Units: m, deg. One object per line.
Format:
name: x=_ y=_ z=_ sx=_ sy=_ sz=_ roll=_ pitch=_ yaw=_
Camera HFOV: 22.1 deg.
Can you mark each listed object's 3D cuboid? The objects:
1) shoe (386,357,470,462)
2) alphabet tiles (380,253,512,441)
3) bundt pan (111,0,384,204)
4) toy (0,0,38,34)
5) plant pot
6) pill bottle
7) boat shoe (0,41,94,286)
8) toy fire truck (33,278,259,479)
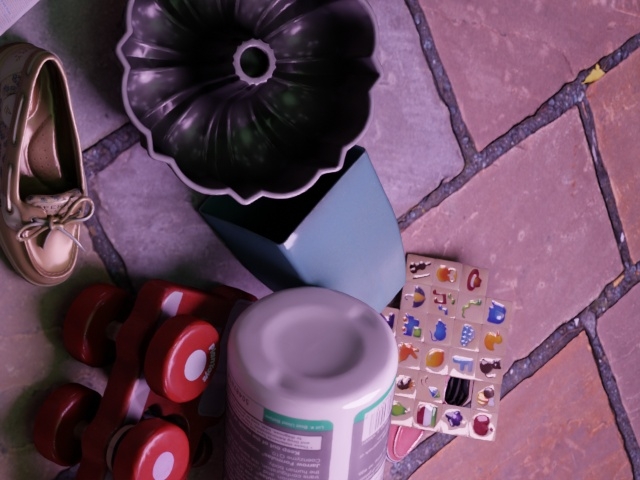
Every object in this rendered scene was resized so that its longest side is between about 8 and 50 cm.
shoe: x=0.147 y=0.233 z=2.278 sx=0.063 sy=0.081 sz=0.178 roll=30 pitch=82 yaw=-38
alphabet tiles: x=0.159 y=0.143 z=2.242 sx=0.198 sy=0.009 sz=0.237 roll=11 pitch=78 yaw=-9
bundt pan: x=-0.099 y=-0.210 z=1.934 sx=0.331 sy=0.124 sz=0.330 roll=-2 pitch=95 yaw=-22
toy: x=-0.352 y=-0.320 z=1.790 sx=0.237 sy=0.056 sz=0.137 roll=-46 pitch=120 yaw=-25
plant pot: x=0.000 y=0.000 z=2.070 sx=0.165 sy=0.165 sz=0.234 roll=-49 pitch=132 yaw=-18
pill bottle: x=-0.019 y=0.249 z=2.014 sx=0.204 sy=0.204 sz=0.361 roll=-26 pitch=141 yaw=-30
boat shoe: x=-0.318 y=-0.078 z=1.849 sx=0.105 sy=0.089 sz=0.285 roll=-20 pitch=112 yaw=-33
toy fire truck: x=-0.189 y=0.193 z=1.979 sx=0.254 sy=0.169 sz=0.302 roll=16 pitch=92 yaw=-57
